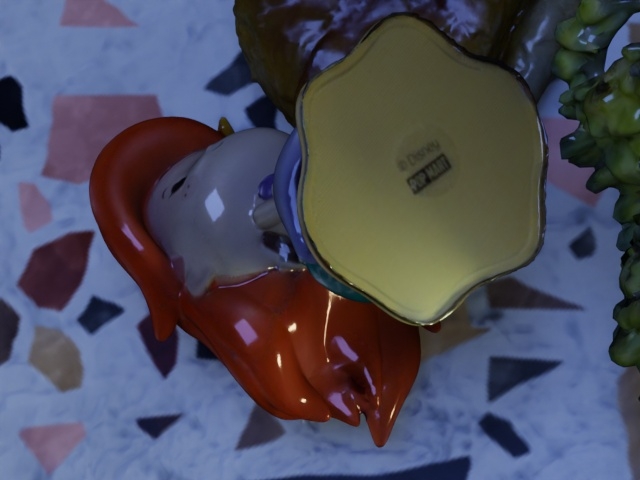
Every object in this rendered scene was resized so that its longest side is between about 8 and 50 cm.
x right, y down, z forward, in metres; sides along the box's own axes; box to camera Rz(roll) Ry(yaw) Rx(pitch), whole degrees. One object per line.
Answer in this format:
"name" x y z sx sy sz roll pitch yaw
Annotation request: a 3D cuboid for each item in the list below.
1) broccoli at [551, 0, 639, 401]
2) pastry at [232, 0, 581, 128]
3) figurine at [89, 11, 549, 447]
"broccoli" 0.290 -0.043 0.896 0.324 0.272 0.334 18 71 36
"pastry" 0.047 -0.160 1.052 0.229 0.100 0.218 41 82 20
"figurine" -0.008 0.002 0.950 0.208 0.257 0.181 23 68 -25
